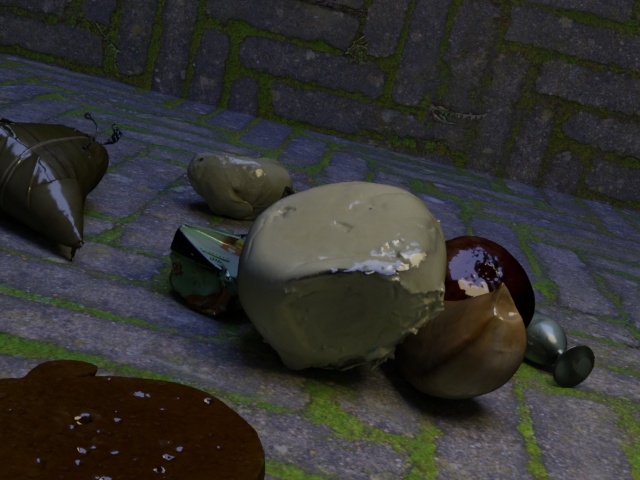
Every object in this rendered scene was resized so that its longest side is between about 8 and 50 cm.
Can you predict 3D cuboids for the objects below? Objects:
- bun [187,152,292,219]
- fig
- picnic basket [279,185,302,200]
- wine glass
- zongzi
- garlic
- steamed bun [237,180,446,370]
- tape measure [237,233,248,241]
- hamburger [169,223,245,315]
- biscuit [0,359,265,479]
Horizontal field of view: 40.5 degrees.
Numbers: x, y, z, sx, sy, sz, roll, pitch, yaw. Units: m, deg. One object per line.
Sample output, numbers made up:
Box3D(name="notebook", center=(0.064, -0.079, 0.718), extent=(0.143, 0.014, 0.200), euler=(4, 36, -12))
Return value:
Box3D(name="bun", center=(-0.190, -0.131, 2.126), extent=(0.260, 0.159, 0.259), euler=(3, 3, 0))
Box3D(name="fig", center=(0.280, 0.109, 1.629), extent=(0.235, 0.214, 0.235), euler=(20, 27, -11))
Box3D(name="picnic basket", center=(0.000, 0.000, 1.797), extent=(0.196, 0.154, 0.134), euler=(14, 16, -41))
Box3D(name="wine glass", center=(0.423, 0.191, 1.649), extent=(0.093, 0.092, 0.202), euler=(7, 20, -24))
Box3D(name="zongzi", center=(-0.500, -0.112, 1.827), extent=(0.418, 0.181, 0.447), euler=(37, 21, 21))
Box3D(name="garlic", center=(0.210, 0.159, 1.433), extent=(0.151, 0.196, 0.338), euler=(16, -5, -21))
Box3D(name="steamed bun", center=(0.039, 0.059, 1.422), extent=(0.334, 0.232, 0.312), euler=(0, 34, 9))
Box3D(name="tape measure", center=(-0.134, 0.020, 1.838), extent=(0.094, 0.054, 0.091), euler=(2, 25, -28))
Box3D(name="hamburger", center=(-0.188, 0.044, 1.592), extent=(0.235, 0.125, 0.214), euler=(26, 14, 25))
Box3D(name="biscuit", center=(-0.260, 0.236, 0.970), extent=(0.395, 0.070, 0.350), euler=(6, 15, -27))
